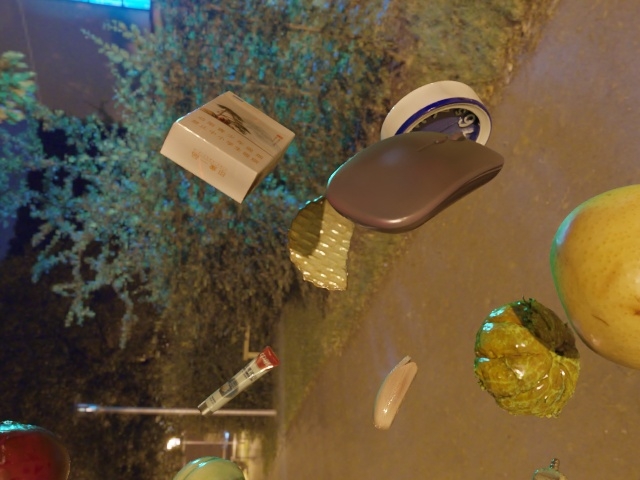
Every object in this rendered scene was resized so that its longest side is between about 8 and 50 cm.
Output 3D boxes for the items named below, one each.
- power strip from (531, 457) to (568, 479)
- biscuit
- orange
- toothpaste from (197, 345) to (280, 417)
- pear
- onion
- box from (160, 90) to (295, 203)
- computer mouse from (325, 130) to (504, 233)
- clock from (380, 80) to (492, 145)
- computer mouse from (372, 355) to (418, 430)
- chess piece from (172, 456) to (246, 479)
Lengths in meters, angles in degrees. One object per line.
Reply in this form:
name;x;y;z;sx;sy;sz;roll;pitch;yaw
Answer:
power strip;0.588;0.775;1.623;0.092;0.066;0.387;1;59;45
biscuit;0.000;0.000;1.664;0.036;0.187;0.273;-59;-23;-74
orange;0.526;0.299;1.559;0.223;0.301;0.300;-18;64;54
toothpaste;-0.209;0.365;1.549;0.062;0.239;0.039;50;177;29
pear;0.586;0.065;1.082;0.348;0.349;0.348;-176;90;-80
onion;-0.821;0.626;1.616;0.336;0.260;0.281;67;-165;-58
box;-0.144;-0.164;1.010;0.067;0.149;0.233;-53;4;28
computer mouse;0.108;-0.075;0.655;0.120;0.232;0.057;29;131;34
clock;0.247;-0.232;1.305;0.230;0.231;0.083;107;151;-52
computer mouse;0.224;0.470;1.872;0.236;0.082;0.145;-59;-18;-24
chess piece;-0.115;0.482;1.001;0.298;0.176;0.175;8;95;41
